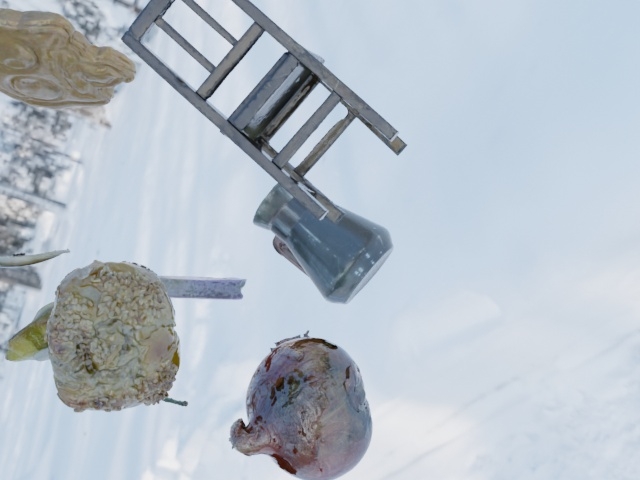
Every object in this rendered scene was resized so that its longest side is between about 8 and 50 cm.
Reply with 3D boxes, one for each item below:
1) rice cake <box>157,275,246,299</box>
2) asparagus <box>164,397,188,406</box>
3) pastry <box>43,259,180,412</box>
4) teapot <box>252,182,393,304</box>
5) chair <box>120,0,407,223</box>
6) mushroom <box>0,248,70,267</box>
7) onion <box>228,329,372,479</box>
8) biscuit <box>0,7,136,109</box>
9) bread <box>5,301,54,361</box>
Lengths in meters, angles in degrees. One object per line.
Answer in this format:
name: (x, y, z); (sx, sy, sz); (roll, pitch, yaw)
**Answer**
rice cake: (-0.385, 0.127, 2.191); (0.070, 0.399, 0.064); (-170, 83, -68)
asparagus: (-0.377, 0.399, 2.044); (0.127, 0.018, 0.015); (5, 58, 36)
pastry: (-0.391, 0.195, 1.558); (0.162, 0.255, 0.310); (-147, 45, -62)
teapot: (0.000, 0.000, 2.245); (0.253, 0.344, 0.300); (-40, -13, -39)
chair: (-0.080, -0.233, 1.321); (0.203, 0.416, 0.240); (-48, -6, 9)
mushroom: (-0.619, 0.027, 1.612); (0.068, 0.306, 0.043); (-12, 79, 22)
onion: (-0.029, 0.392, 1.947); (0.353, 0.354, 0.353); (-54, 25, 41)
biscuit: (-0.517, -0.314, 1.474); (0.269, 0.376, 0.051); (77, -160, -66)
bread: (-0.548, 0.184, 1.716); (0.233, 0.088, 0.160); (-31, -16, -31)
